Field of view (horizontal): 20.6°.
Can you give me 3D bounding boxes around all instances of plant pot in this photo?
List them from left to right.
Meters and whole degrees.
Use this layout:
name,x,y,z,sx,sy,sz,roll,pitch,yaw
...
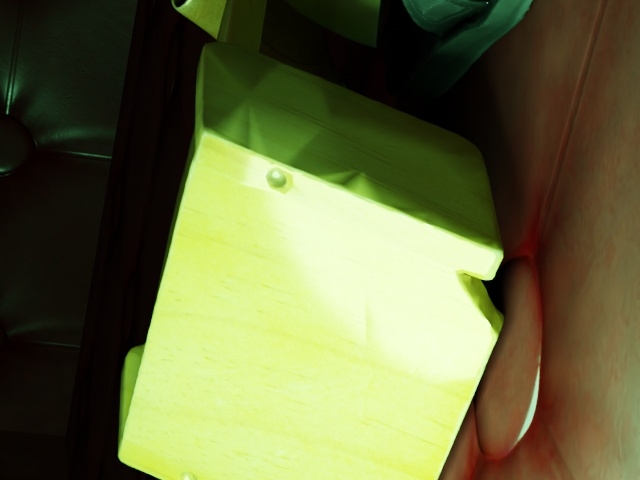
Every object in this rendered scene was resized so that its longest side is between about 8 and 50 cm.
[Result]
name,x,y,z,sx,sy,sz,roll,pitch,yaw
plant pot,0.011,-0.234,1.461,0.134,0.095,0.134,10,-90,-87

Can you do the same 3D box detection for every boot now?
name,x,y,z,sx,sy,sz,roll,pitch,yaw
boot,-0.066,-0.193,1.736,0.104,0.211,0.295,4,83,45

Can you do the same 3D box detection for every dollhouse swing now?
name,x,y,z,sx,sy,sz,roll,pitch,yaw
dollhouse swing,0.000,0.000,1.410,0.305,0.315,0.347,-61,-9,-51

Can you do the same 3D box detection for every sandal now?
name,x,y,z,sx,sy,sz,roll,pitch,yaw
sandal,0.094,-0.224,1.297,0.446,0.107,0.167,124,151,-66
